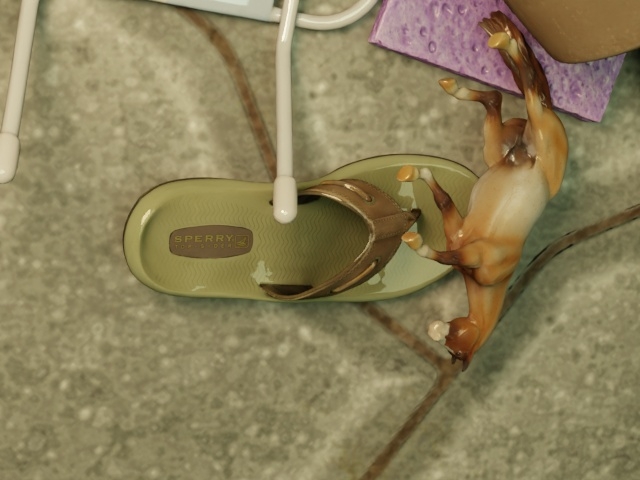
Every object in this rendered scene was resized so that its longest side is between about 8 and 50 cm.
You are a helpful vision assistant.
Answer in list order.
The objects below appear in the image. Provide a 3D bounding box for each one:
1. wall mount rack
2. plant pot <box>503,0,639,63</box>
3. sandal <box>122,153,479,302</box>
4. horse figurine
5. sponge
[{"bbox_3d":[-0.110,-0.183,0.944,0.350,0.130,0.304,8,97,-14],"label":"wall mount rack"},{"bbox_3d":[0.192,-0.260,0.940,0.263,0.263,0.229,-29,107,-8],"label":"plant pot"},{"bbox_3d":[-0.001,0.002,1.017,0.303,0.086,0.120,-7,102,-20],"label":"sandal"},{"bbox_3d":[0.133,-0.047,1.004,0.174,0.066,0.263,41,65,-45],"label":"horse figurine"},{"bbox_3d":[0.154,-0.183,1.060,0.210,0.031,0.117,18,93,-15],"label":"sponge"}]
